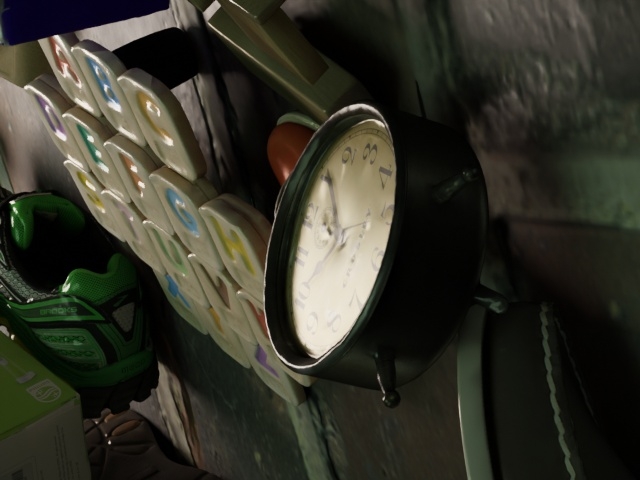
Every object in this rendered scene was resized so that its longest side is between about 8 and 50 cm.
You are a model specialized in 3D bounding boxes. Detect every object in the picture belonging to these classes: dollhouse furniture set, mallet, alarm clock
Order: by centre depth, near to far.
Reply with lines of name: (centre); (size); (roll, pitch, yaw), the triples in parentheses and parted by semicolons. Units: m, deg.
alarm clock: (0.019, -0.002, 0.639); (0.192, 0.064, 0.129); (34, 107, 61)
dollhouse furniture set: (0.006, -0.142, 0.675); (0.144, 0.123, 0.151); (41, 178, 40)
mallet: (-0.097, -0.062, 0.917); (0.039, 0.062, 0.190); (41, 158, 41)

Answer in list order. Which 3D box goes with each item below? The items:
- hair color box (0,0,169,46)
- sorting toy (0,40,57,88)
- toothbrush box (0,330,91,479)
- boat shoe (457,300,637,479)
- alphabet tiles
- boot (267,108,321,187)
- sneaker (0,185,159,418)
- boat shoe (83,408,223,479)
hair color box: (-0.223, -0.244, 0.776); (0.339, 0.110, 0.185); (29, 129, 49)
sorting toy: (-0.313, -0.200, 1.058); (0.229, 0.041, 0.307); (25, 140, 9)
toothbrush box: (-0.316, 0.168, 1.112); (0.283, 0.122, 0.206); (31, 134, 39)
boat shoe: (0.140, 0.177, 0.604); (0.096, 0.116, 0.325); (-16, 82, 22)
alphabet tiles: (-0.101, -0.012, 0.884); (0.284, 0.021, 0.278); (33, 153, 44)
boot: (0.000, 0.000, 0.733); (0.158, 0.084, 0.059); (59, 153, 17)
sneaker: (-0.253, 0.003, 1.155); (0.343, 0.134, 0.146); (31, 130, 35)
boat shoe: (-0.171, 0.243, 1.177); (0.324, 0.123, 0.116); (25, 133, 54)
